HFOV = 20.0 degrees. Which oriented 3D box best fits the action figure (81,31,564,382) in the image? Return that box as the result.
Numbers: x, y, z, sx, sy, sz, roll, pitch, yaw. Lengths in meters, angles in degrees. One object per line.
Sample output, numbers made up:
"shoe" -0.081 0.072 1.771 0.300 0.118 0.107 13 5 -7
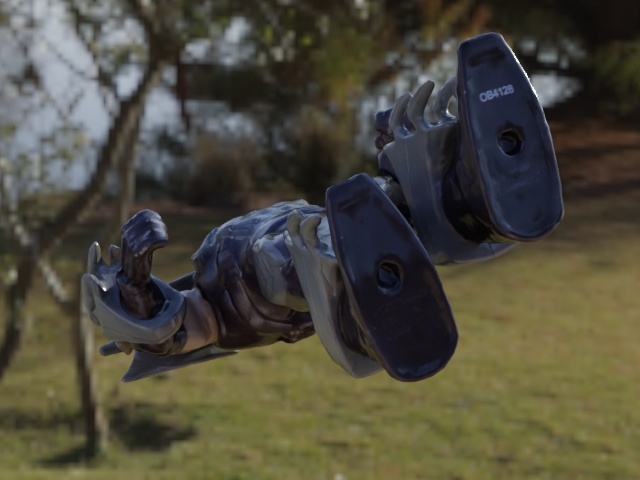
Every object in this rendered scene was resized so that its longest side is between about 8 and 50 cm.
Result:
"action figure" 0.000 0.000 0.780 0.185 0.099 0.285 -32 6 -22
